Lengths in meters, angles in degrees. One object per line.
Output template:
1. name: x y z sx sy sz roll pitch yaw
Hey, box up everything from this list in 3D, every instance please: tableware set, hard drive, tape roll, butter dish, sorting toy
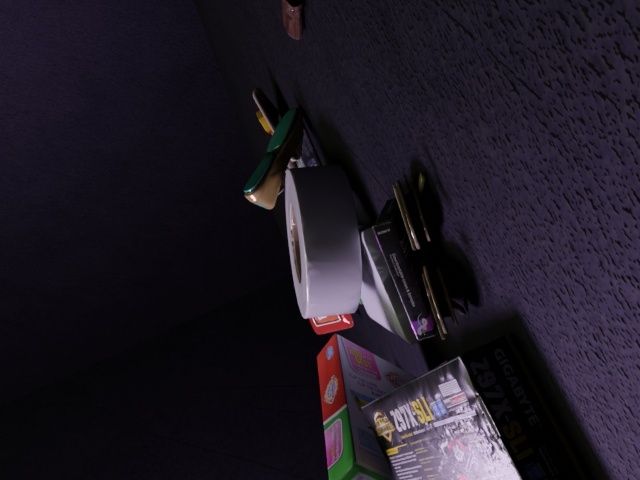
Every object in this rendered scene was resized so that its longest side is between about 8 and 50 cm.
1. tableware set: 0.135 0.016 0.817 0.128 0.039 0.194 -33 -75 -81
2. hard drive: 0.104 0.071 1.292 0.319 0.040 0.210 -168 54 -82
3. tape roll: 0.000 0.000 1.270 0.286 0.100 0.286 173 90 -83
4. butter dish: 0.036 0.177 1.994 0.160 0.118 0.160 -19 97 40
5. sorting toy: -0.099 -0.247 1.639 0.208 0.038 0.193 65 -172 13

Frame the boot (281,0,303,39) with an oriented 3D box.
1. boot: -0.054 -0.366 1.014 0.114 0.037 0.106 80 167 -84

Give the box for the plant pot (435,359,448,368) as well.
1. plant pot: 0.181 0.268 1.063 0.095 0.134 0.134 48 170 11

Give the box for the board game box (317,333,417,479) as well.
1. board game box: 0.118 0.317 1.126 0.242 0.064 0.316 31 -159 -17

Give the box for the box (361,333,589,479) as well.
1. box: 0.184 0.281 0.826 0.257 0.079 0.322 65 156 16

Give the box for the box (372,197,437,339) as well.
1. box: 0.117 0.032 0.889 0.162 0.029 0.116 66 -160 -14

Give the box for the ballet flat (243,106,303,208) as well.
1. ballet flat: -0.080 -0.164 1.376 0.073 0.232 0.080 38 156 -27

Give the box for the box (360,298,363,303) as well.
1. box: 0.064 0.048 1.550 0.179 0.043 0.105 58 170 40

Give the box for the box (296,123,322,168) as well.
1. box: -0.022 -0.160 1.503 0.114 0.036 0.207 -174 60 -83
